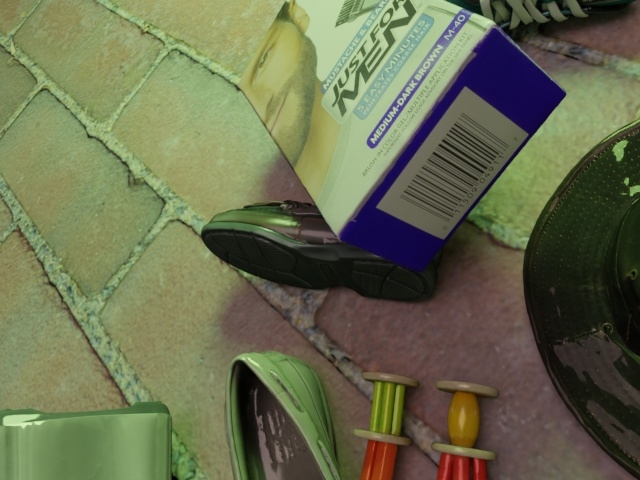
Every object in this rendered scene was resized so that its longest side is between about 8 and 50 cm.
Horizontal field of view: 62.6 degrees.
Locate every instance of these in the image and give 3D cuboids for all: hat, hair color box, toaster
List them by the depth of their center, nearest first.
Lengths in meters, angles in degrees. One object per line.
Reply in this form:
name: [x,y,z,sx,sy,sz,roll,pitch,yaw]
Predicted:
hat: [0.290,0.018,0.354,0.332,0.134,0.331,-12,63,25]
toaster: [-0.247,0.244,0.500,0.129,0.227,0.146,-43,51,36]
hair color box: [0.040,-0.149,0.515,0.185,0.110,0.338,-54,36,19]

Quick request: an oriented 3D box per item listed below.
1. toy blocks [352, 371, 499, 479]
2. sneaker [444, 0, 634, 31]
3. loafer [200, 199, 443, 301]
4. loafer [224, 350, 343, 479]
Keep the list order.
toy blocks: [0.082,0.192,0.438,0.123,0.054,0.148,-1,68,28]
sneaker: [0.242,-0.275,0.530,0.302,0.108,0.121,-27,53,14]
loafer: [0.000,0.000,0.564,0.268,0.096,0.084,10,54,25]
loafer: [-0.019,0.244,0.435,0.112,0.111,0.319,-31,56,14]
